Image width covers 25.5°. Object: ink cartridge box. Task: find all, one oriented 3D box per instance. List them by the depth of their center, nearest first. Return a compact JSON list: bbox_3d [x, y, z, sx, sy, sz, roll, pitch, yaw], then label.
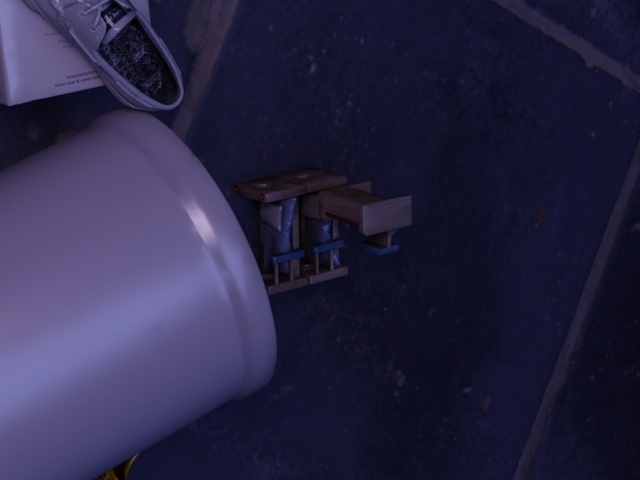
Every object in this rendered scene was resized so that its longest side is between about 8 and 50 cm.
[{"bbox_3d":[-0.285,-0.270,1.383,0.168,0.171,0.233,-18,113,-34],"label":"ink cartridge box"}]

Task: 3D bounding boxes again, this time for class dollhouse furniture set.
[{"bbox_3d":[0.000,0.000,1.683,0.129,0.183,0.129,-14,111,-36],"label":"dollhouse furniture set"}]

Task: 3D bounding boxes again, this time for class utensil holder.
[{"bbox_3d":[-0.288,0.095,1.380,0.385,0.327,0.328,-30,120,-26],"label":"utensil holder"}]

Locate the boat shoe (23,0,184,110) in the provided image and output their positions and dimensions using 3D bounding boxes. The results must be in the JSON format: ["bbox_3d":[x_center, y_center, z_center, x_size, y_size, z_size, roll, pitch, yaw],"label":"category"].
[{"bbox_3d":[-0.199,-0.207,1.303,0.079,0.081,0.227,-51,129,-16],"label":"boat shoe"}]

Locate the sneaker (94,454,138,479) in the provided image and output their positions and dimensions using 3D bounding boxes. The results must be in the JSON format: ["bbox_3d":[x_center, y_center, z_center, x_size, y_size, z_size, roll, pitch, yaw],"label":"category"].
[{"bbox_3d":[-0.266,0.281,1.626,0.064,0.067,0.175,41,78,-41],"label":"sneaker"}]
